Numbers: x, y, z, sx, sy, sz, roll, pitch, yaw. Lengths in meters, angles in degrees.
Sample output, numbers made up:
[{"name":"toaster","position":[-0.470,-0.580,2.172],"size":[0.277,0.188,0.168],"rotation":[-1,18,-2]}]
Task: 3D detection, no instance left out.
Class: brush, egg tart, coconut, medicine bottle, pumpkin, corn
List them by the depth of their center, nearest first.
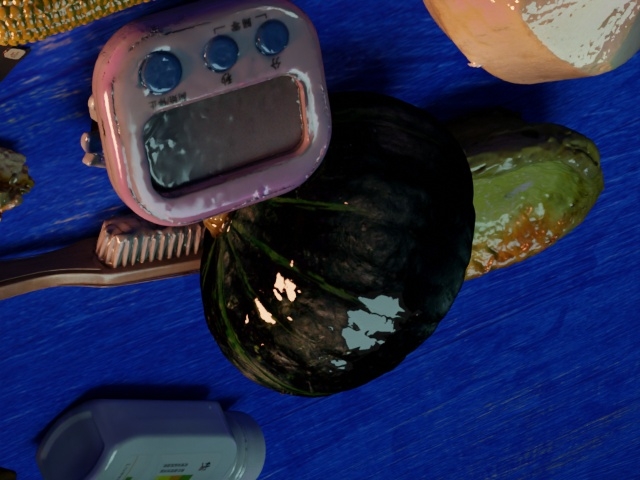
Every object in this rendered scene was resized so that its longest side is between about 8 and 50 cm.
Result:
[{"name":"corn","position":[-0.164,-0.217,1.417],"size":[0.238,0.080,0.080],"rotation":[-19,154,-9]},{"name":"coconut","position":[0.198,-0.247,1.552],"size":[0.197,0.237,0.237],"rotation":[-51,165,-25]},{"name":"pumpkin","position":[0.000,0.000,1.767],"size":[0.238,0.315,0.315],"rotation":[22,133,-22]},{"name":"brush","position":[-0.247,0.012,1.812],"size":[0.327,0.070,0.065],"rotation":[-11,133,-27]},{"name":"egg tart","position":[0.177,-0.057,2.006],"size":[0.294,0.123,0.294],"rotation":[-18,154,-9]},{"name":"medicine bottle","position":[-0.206,0.269,2.287],"size":[0.161,0.111,0.296],"rotation":[-41,153,29]}]

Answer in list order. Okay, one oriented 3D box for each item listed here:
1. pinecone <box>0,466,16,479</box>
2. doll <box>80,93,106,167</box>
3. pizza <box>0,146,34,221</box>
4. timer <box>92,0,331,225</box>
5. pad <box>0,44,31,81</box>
[{"name":"pinecone","position":[-0.505,0.345,1.864],"size":[0.398,0.397,0.397],"rotation":[-21,155,-11]},{"name":"doll","position":[-0.174,-0.097,1.659],"size":[0.096,0.070,0.195],"rotation":[-57,157,-5]},{"name":"pizza","position":[-0.335,-0.041,1.593],"size":[0.194,0.069,0.154],"rotation":[-3,147,-37]},{"name":"timer","position":[-0.096,-0.119,1.589],"size":[0.208,0.069,0.190],"rotation":[-19,117,-20]},{"name":"pad","position":[-0.344,-0.114,1.535],"size":[0.193,0.004,0.116],"rotation":[-40,151,29]}]
